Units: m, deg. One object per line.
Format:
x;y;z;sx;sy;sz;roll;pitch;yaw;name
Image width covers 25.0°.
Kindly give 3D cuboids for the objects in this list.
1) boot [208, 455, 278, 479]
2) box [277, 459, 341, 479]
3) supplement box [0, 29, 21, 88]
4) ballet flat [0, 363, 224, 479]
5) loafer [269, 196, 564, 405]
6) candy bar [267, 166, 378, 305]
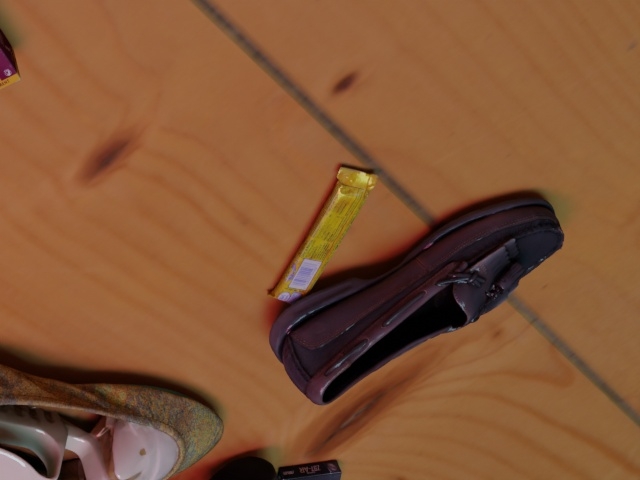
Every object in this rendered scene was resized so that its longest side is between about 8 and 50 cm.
-0.103;0.371;1.481;0.263;0.091;0.229;-36;131;-29;boot
-0.017;0.275;1.557;0.067;0.018;0.083;-4;130;-19;box
-0.265;-0.147;1.064;0.055;0.043;0.083;-26;134;2;supplement box
-0.233;0.186;1.321;0.348;0.123;0.123;19;120;-35;ballet flat
0.104;0.064;1.360;0.302;0.095;0.109;-25;140;-6;loafer
0.000;0.000;1.323;0.040;0.018;0.161;13;123;-29;candy bar
